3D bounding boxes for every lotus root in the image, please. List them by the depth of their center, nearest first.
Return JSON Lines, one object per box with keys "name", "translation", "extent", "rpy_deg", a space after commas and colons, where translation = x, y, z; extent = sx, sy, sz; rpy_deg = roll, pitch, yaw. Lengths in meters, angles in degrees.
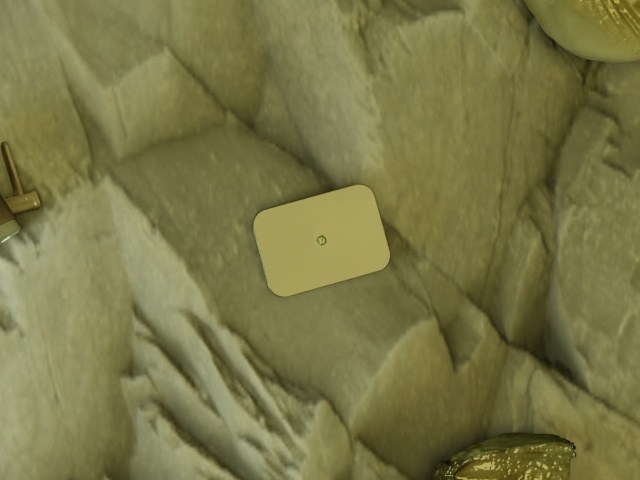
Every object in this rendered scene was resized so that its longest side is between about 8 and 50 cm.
{"name": "lotus root", "translation": [0.174, 0.251, 1.446], "extent": [0.144, 0.070, 0.143], "rpy_deg": [12, 95, -10]}

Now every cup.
{"name": "cup", "translation": [-0.326, -0.042, 1.386], "extent": [0.102, 0.074, 0.099], "rpy_deg": [-32, 93, -6]}

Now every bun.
{"name": "bun", "translation": [0.278, -0.271, 1.433], "extent": [0.178, 0.128, 0.193], "rpy_deg": [-34, 105, -5]}

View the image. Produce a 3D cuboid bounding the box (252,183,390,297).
{"name": "box", "translation": [0.000, 0.000, 1.445], "extent": [0.126, 0.031, 0.091], "rpy_deg": [-17, 92, -6]}
